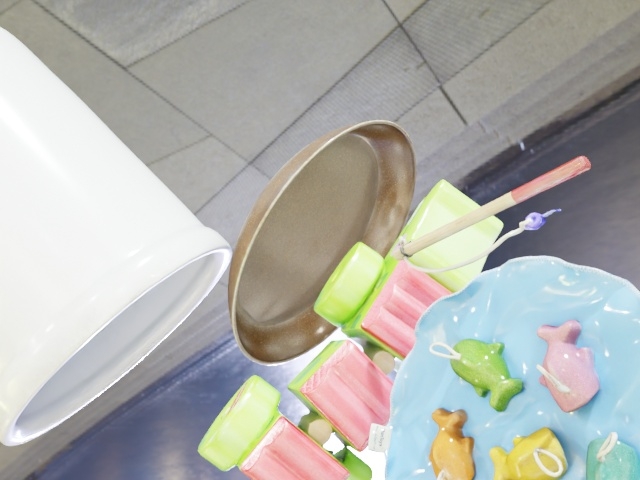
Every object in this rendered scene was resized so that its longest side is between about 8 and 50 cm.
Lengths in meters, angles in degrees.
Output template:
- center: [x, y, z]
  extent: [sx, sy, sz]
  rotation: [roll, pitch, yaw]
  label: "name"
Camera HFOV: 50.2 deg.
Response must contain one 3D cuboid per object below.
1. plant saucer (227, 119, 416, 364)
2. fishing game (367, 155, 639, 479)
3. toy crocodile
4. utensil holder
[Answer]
- center: [0.000, 0.000, 0.786]
  extent: [0.050, 0.311, 0.310]
  rotation: [31, 169, 29]
  label: "plant saucer"
- center: [0.090, 0.096, 0.333]
  extent: [0.041, 0.264, 0.189]
  rotation: [16, 148, -37]
  label: "fishing game"
- center: [0.023, 0.100, 0.481]
  extent: [0.115, 0.340, 0.105]
  rotation: [40, 164, -3]
  label: "toy crocodile"
- center: [-0.353, -0.017, 0.809]
  extent: [0.327, 0.385, 0.327]
  rotation: [-43, 175, -5]
  label: "utensil holder"
